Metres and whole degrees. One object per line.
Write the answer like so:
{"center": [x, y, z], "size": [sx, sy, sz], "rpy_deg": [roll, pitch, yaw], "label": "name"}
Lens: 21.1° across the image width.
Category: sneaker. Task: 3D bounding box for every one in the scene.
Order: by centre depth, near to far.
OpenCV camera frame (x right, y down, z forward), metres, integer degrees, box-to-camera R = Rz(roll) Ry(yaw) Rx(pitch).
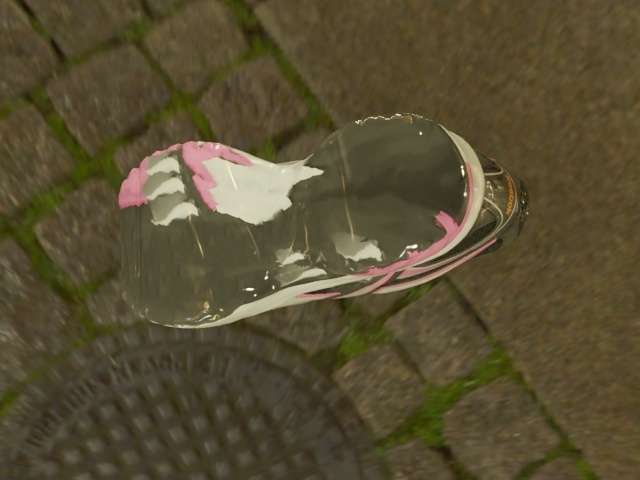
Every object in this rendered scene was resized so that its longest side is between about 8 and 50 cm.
{"center": [0.000, 0.000, 0.643], "size": [0.178, 0.077, 0.072], "rpy_deg": [-3, 80, 41], "label": "sneaker"}
